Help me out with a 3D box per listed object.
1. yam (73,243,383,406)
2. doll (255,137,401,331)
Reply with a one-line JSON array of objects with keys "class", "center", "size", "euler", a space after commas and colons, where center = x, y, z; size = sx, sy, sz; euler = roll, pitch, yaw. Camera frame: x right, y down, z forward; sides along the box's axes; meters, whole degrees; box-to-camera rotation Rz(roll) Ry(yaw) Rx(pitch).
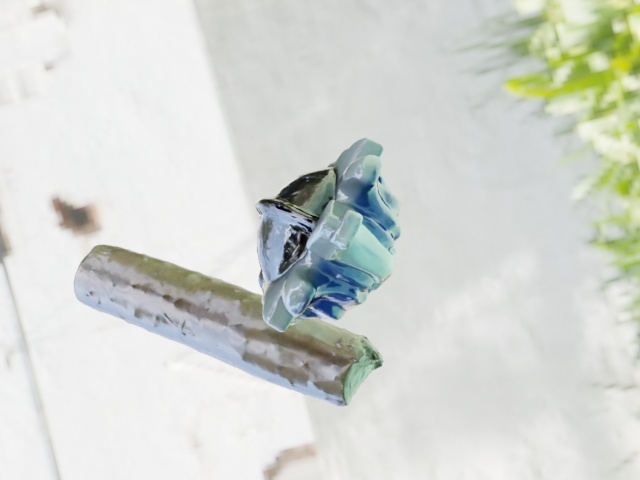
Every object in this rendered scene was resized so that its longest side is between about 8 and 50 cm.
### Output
[{"class": "yam", "center": [-0.064, 0.053, 1.108], "size": [0.057, 0.241, 0.057], "euler": [-26, -56, -47]}, {"class": "doll", "center": [0.000, 0.000, 0.808], "size": [0.096, 0.070, 0.195], "euler": [-61, 3, -5]}]
